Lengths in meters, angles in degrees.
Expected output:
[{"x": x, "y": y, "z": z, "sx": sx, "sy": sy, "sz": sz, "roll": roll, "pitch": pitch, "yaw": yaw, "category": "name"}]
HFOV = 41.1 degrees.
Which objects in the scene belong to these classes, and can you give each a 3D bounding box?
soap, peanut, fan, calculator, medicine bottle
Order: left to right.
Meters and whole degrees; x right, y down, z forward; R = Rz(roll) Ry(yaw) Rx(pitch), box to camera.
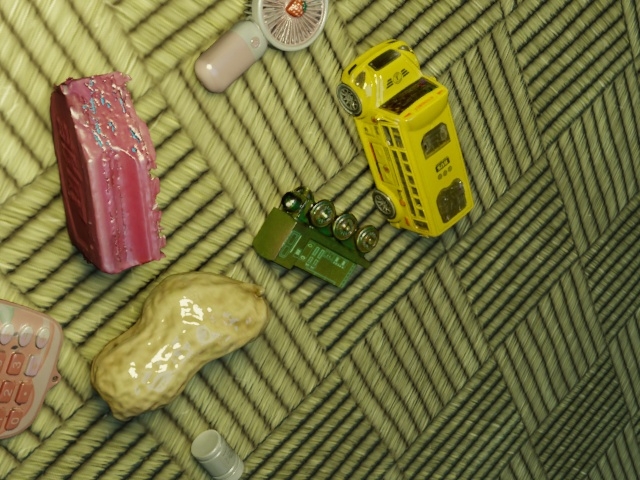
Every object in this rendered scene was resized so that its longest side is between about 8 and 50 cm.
[{"x": -0.499, "y": 0.171, "z": 1.142, "sx": 0.330, "sy": 0.048, "sz": 0.220, "roll": 17, "pitch": 94, "yaw": -44, "category": "calculator"}, {"x": -0.287, "y": -0.099, "z": 1.140, "sx": 0.099, "sy": 0.162, "sz": 0.249, "roll": -14, "pitch": 113, "yaw": -29, "category": "soap"}, {"x": -0.219, "y": 0.142, "z": 1.300, "sx": 0.291, "sy": 0.143, "sz": 0.159, "roll": -35, "pitch": 92, "yaw": -18, "category": "peanut"}, {"x": -0.177, "y": 0.374, "z": 1.469, "sx": 0.058, "sy": 0.058, "sz": 0.091, "roll": -44, "pitch": 129, "yaw": -18, "category": "medicine bottle"}, {"x": -0.090, "y": -0.312, "z": 1.273, "sx": 0.244, "sy": 0.074, "sz": 0.130, "roll": -47, "pitch": 130, "yaw": -15, "category": "fan"}]

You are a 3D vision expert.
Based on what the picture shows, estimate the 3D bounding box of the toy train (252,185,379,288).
[{"x": 0.000, "y": 0.000, "z": 1.459, "sx": 0.225, "sy": 0.090, "sz": 0.137, "roll": 29, "pitch": 94, "yaw": -42, "category": "toy train"}]

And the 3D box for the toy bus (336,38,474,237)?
[{"x": 0.155, "y": -0.173, "z": 1.475, "sx": 0.144, "sy": 0.152, "sz": 0.330, "roll": -37, "pitch": 126, "yaw": -22, "category": "toy bus"}]
